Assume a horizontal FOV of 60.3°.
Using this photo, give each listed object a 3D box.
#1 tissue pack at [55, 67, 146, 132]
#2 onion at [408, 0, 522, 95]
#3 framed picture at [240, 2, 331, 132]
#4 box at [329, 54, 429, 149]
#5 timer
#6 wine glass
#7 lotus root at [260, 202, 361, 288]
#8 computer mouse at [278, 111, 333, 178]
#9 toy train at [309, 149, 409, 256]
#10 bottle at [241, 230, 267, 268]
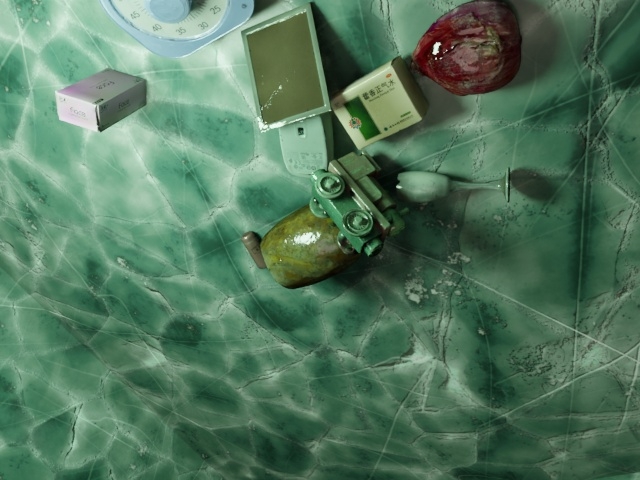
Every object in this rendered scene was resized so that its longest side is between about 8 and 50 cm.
[{"bbox_3d":[-0.660,-0.431,1.672,0.149,0.246,0.092,18,127,9],"label":"tissue pack"},{"bbox_3d":[0.345,-0.452,1.352,0.284,0.120,0.227,-9,114,26],"label":"onion"},{"bbox_3d":[-0.095,-0.463,1.498,0.231,0.018,0.293,-10,90,27],"label":"framed picture"},{"bbox_3d":[0.157,-0.369,1.488,0.212,0.095,0.168,-21,112,37],"label":"box"},{"bbox_3d":[-0.382,-0.645,1.368,0.395,0.173,0.395,1,154,0],"label":"timer"},{"bbox_3d":[0.367,-0.070,1.549,0.310,0.096,0.264,1,82,21],"label":"wine glass"},{"bbox_3d":[0.000,0.000,1.734,0.346,0.250,0.250,-23,112,27],"label":"lotus root"},{"bbox_3d":[-0.039,-0.317,1.607,0.160,0.097,0.288,5,130,17],"label":"computer mouse"},{"bbox_3d":[0.110,-0.102,1.556,0.304,0.222,0.150,54,157,19],"label":"toy train"},{"bbox_3d":[-0.228,0.034,1.950,0.053,0.053,0.140,-15,116,29],"label":"bottle"}]
